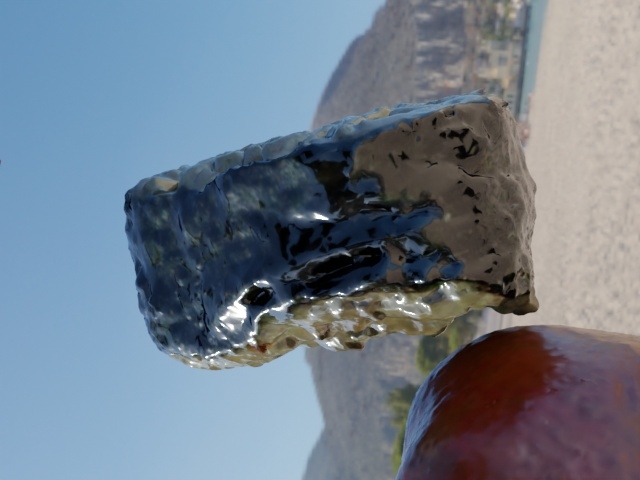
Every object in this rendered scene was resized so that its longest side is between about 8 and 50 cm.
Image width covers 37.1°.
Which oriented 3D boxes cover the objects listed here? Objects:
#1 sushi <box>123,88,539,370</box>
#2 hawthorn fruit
[{"bbox_3d":[0.000,0.000,0.715,0.211,0.350,0.171,-22,-82,-51],"label":"sushi"},{"bbox_3d":[0.181,0.191,0.616,0.311,0.295,0.295,-41,24,43],"label":"hawthorn fruit"}]
